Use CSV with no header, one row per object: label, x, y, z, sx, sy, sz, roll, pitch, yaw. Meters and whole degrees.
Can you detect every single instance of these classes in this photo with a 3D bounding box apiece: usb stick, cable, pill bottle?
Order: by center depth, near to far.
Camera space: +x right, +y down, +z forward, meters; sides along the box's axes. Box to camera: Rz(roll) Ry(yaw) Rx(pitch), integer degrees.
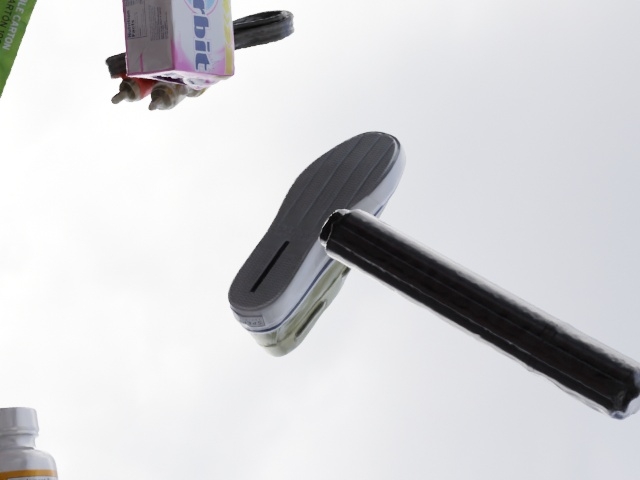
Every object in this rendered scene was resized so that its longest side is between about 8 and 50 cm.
usb stick,0.124,0.052,1.239,0.278,0.077,0.045,29,-77,23
cable,-0.140,-0.207,1.898,0.139,0.072,0.287,-1,-164,30
pill bottle,-0.394,0.339,2.061,0.136,0.136,0.246,-20,-108,37

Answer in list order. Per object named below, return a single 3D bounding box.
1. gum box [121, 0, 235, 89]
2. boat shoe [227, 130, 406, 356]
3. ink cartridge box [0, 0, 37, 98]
gum box,-0.143,-0.247,1.642,0.062,0.107,0.188,-3,-90,32
boat shoe,0.000,0.000,1.869,0.109,0.094,0.302,19,-123,35
ink cartridge box,-0.257,-0.147,0.784,0.097,0.255,0.189,-104,-145,-60
